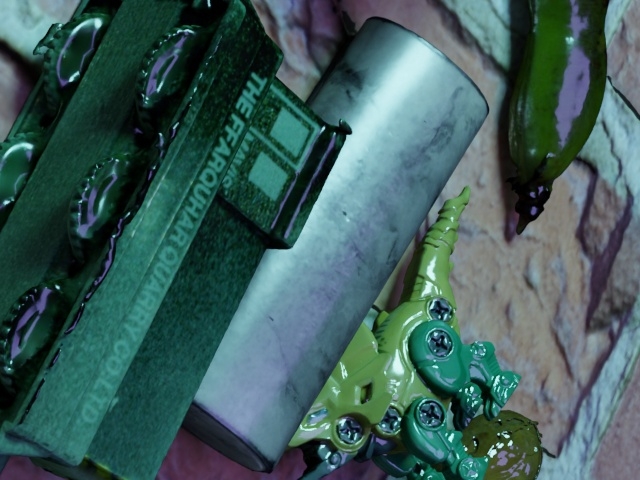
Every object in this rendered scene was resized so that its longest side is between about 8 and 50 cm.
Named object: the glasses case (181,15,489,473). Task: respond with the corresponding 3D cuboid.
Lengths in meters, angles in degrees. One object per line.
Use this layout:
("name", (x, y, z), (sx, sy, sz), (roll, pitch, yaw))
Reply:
("glasses case", (0.000, 0.000, 1.262), (0.114, 0.060, 0.299), (38, 69, -13))

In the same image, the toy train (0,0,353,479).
("toy train", (-0.111, 0.003, 1.124), (0.178, 0.138, 0.330), (40, 70, -45))

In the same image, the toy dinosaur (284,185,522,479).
("toy dinosaur", (0.067, 0.080, 1.326), (0.153, 0.094, 0.259), (40, 64, -10))

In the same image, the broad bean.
("broad bean", (0.180, -0.170, 1.423), (0.077, 0.061, 0.339), (1, 95, -32))

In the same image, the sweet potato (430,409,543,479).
("sweet potato", (0.073, 0.190, 1.380), (0.233, 0.062, 0.081), (-24, 97, -36))
